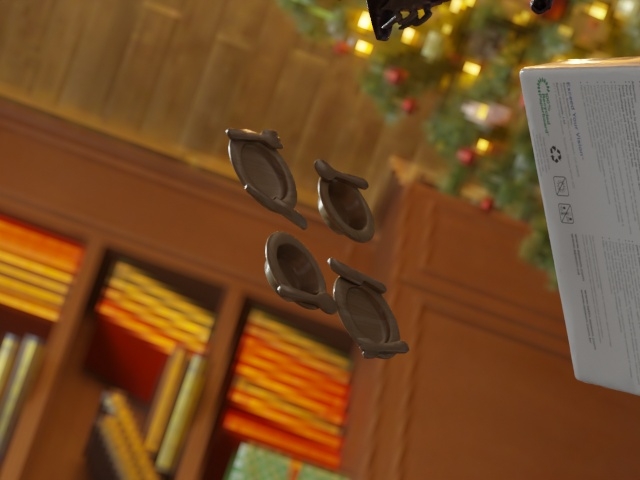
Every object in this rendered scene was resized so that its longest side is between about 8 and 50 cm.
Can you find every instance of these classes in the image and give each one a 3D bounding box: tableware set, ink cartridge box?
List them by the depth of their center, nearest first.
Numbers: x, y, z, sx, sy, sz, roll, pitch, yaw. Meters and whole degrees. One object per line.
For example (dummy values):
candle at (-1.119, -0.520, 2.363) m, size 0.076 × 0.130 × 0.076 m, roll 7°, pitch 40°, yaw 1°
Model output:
tableware set at (0.000, 0.000, 1.207) m, size 0.020 × 0.141 × 0.169 m, roll -33°, pitch 56°, yaw 28°
ink cartridge box at (0.324, -0.008, 1.697) m, size 0.330 × 0.071 × 0.324 m, roll 9°, pitch 113°, yaw 61°

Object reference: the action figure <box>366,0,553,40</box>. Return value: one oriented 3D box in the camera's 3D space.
action figure at (0.144, -0.248, 1.630) m, size 0.285 × 0.185 × 0.099 m, roll -3°, pitch 78°, yaw 40°
